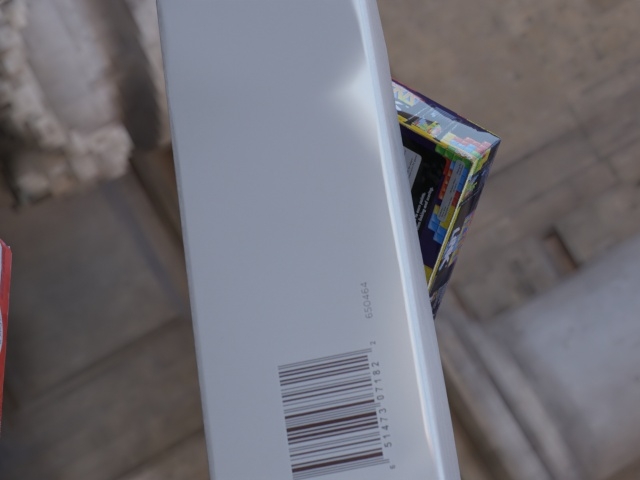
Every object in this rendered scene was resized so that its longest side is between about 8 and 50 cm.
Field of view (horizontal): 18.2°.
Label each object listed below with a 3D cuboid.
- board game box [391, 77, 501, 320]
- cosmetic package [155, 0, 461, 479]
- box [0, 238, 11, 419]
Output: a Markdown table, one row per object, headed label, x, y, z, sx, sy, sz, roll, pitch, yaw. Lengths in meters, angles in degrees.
| label | x | y | z | sx | sy | sz | roll | pitch | yaw |
| --- | --- | --- | --- | --- | --- | --- | --- | --- | --- |
| board game box | 0.035 | -0.030 | 1.404 | 0.141 | 0.048 | 0.170 | 32 | -51 | 17 |
| cosmetic package | 0.000 | 0.000 | 0.932 | 0.284 | 0.097 | 0.377 | 68 | 13 | -62 |
| box | -0.243 | 0.090 | 0.983 | 0.128 | 0.122 | 0.257 | 41 | 33 | -40 |
